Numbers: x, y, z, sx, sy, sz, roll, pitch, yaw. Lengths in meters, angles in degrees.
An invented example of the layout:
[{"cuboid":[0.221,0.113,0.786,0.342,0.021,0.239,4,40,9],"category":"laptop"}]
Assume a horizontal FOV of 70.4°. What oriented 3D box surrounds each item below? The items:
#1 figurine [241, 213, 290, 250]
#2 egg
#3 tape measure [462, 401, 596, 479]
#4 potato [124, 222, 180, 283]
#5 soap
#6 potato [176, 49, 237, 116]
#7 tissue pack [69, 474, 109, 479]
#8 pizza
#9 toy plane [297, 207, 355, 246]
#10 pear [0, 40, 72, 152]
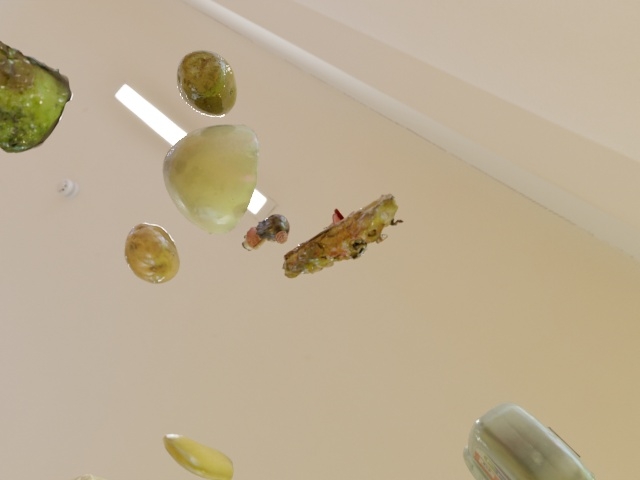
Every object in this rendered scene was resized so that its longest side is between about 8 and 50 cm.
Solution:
[{"cuboid":[-0.120,-0.012,0.973,0.129,0.054,0.072,-20,-138,34],"category":"figurine"},{"cuboid":[-0.325,-0.180,1.253,0.337,0.201,0.336,-13,-106,53],"category":"egg"},{"cuboid":[0.362,0.406,0.752,0.125,0.246,0.243,-27,-133,-16],"category":"tape measure"},{"cuboid":[-0.375,0.026,1.017,0.112,0.112,0.146,-30,-87,9],"category":"potato"},{"cuboid":[-0.179,0.335,0.692,0.089,0.168,0.033,29,-110,34],"category":"soap"},{"cuboid":[-0.310,-0.422,1.262,0.157,0.194,0.157,0,-107,1],"category":"potato"},{"cuboid":[-0.567,0.606,1.034,0.149,0.196,0.092,-15,-115,-20],"category":"tissue pack"},{"cuboid":[0.045,-0.004,0.710,0.226,0.147,0.069,-30,-90,26],"category":"pizza"},{"cuboid":[0.003,0.002,1.034,0.061,0.130,0.189,41,-63,-12],"category":"toy plane"},{"cuboid":[-0.579,-0.263,0.699,0.256,0.238,0.163,24,-89,13],"category":"pear"}]
